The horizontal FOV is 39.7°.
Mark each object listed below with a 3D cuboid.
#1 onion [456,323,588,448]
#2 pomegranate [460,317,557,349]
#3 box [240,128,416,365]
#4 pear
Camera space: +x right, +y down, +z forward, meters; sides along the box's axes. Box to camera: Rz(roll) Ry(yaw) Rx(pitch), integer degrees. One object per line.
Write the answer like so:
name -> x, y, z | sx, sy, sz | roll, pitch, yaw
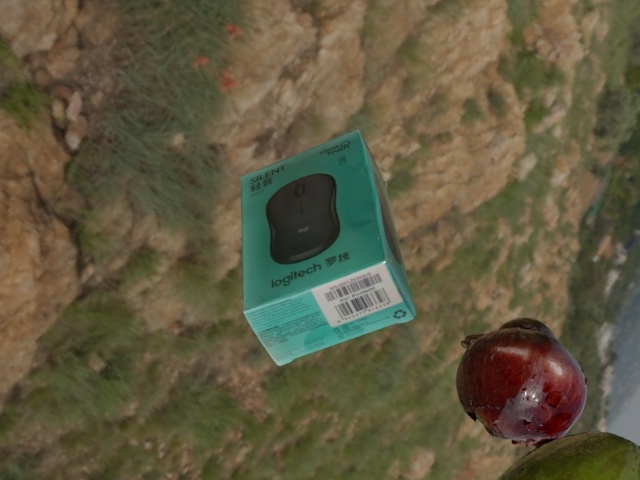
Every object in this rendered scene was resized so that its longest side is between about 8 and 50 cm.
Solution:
onion -> 0.422, 0.303, 1.864 | 0.276, 0.276, 0.276 | -45, 157, -25
pomegranate -> 0.465, 0.283, 2.187 | 0.214, 0.247, 0.214 | -158, -90, -84
box -> 0.000, 0.000, 1.229 | 0.205, 0.311, 0.118 | -19, 129, 10
pear -> 0.277, 0.332, 0.963 | 0.269, 0.212, 0.212 | -55, 160, -14
